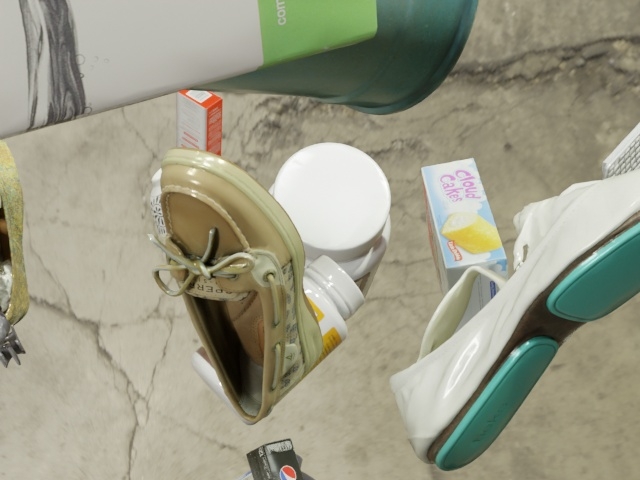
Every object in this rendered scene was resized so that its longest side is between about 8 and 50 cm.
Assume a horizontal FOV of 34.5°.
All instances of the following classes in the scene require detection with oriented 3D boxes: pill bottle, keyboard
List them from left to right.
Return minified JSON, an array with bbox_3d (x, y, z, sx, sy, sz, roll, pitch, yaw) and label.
[{"bbox_3d":[-0.049,0.118,1.281,0.215,0.117,0.117,-42,85,-12],"label":"pill bottle"},{"bbox_3d":[0.000,0.000,1.795,0.224,0.392,0.224,2,68,-5],"label":"pill bottle"},{"bbox_3d":[0.390,-0.130,1.183,0.014,0.072,0.256,26,55,34],"label":"keyboard"}]

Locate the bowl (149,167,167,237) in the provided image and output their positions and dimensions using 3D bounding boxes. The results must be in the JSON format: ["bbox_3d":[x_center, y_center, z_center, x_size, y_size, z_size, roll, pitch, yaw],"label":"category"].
[{"bbox_3d":[-0.220,-0.090,1.666,0.170,0.170,0.080,-44,111,-17],"label":"bowl"}]

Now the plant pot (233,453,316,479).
[{"bbox_3d":[-0.081,0.490,1.698,0.236,0.236,0.212,-34,89,3],"label":"plant pot"}]

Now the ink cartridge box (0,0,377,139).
[{"bbox_3d":[-0.139,-0.145,0.477,0.272,0.115,0.198,-18,38,-19],"label":"ink cartridge box"}]

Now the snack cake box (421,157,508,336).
[{"bbox_3d":[0.218,0.013,1.562,0.089,0.152,0.264,-10,37,3],"label":"snack cake box"}]

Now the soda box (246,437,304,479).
[{"bbox_3d":[-0.054,0.386,1.534,0.053,0.060,0.169,-5,68,-37],"label":"soda box"}]

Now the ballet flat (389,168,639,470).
[{"bbox_3d":[0.200,0.046,0.971,0.139,0.139,0.400,40,110,2],"label":"ballet flat"}]

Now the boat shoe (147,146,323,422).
[{"bbox_3d":[-0.068,0.044,0.851,0.104,0.285,0.089,11,53,30],"label":"boat shoe"}]

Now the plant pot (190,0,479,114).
[{"bbox_3d":[-0.057,-0.300,1.136,0.334,0.341,0.341,-10,75,-39],"label":"plant pot"}]

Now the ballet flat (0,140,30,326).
[{"bbox_3d":[-0.532,-0.016,1.625,0.123,0.123,0.349,-7,107,-12],"label":"ballet flat"}]

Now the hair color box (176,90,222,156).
[{"bbox_3d":[-0.208,-0.195,1.759,0.072,0.141,0.043,32,51,21],"label":"hair color box"}]

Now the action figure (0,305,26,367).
[{"bbox_3d":[-0.520,0.091,1.486,0.099,0.185,0.285,-27,39,-25],"label":"action figure"}]
